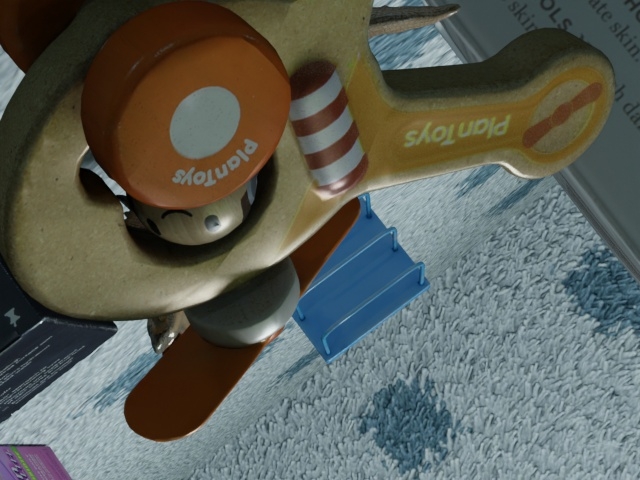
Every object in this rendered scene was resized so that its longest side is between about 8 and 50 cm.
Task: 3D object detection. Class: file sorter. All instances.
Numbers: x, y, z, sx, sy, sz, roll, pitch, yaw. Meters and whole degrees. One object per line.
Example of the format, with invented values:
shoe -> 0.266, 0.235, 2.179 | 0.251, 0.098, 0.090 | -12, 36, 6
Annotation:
file sorter -> 0.000, 0.000, 1.161 | 0.118, 0.170, 0.104 | -37, 167, -5

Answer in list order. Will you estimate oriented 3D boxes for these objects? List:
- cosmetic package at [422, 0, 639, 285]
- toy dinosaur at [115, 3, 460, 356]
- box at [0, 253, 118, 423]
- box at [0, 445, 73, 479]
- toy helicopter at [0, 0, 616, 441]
cosmetic package -> 0.314, -0.187, 0.957 | 0.393, 0.327, 0.329 | -38, 170, 7
toy dinosaur -> -0.047, -0.068, 0.843 | 0.295, 0.127, 0.200 | -42, 169, 4
box -> -0.238, 0.068, 0.861 | 0.156, 0.093, 0.158 | -38, 171, 2
box -> -0.392, 0.339, 1.474 | 0.213, 0.117, 0.243 | -37, 171, -1
toy helicopter -> 0.007, -0.036, 0.662 | 0.355, 0.140, 0.235 | -11, 126, -31
